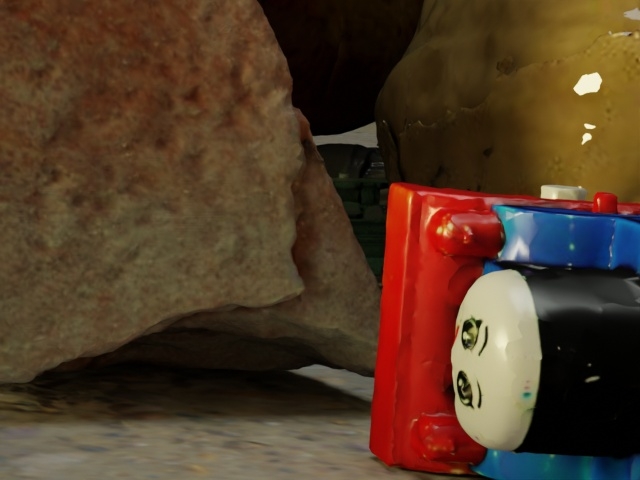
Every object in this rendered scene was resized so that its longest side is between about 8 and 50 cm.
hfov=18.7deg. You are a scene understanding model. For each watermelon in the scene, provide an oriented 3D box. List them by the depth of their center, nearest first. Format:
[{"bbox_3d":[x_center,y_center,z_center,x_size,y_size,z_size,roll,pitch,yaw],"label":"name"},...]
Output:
[{"bbox_3d":[-0.088,-0.039,0.656,0.193,0.231,0.310,-1,-38,-24],"label":"watermelon"}]

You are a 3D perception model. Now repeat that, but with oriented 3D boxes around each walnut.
[{"bbox_3d":[0.126,-0.040,0.735,0.198,0.198,0.245,2,-4,-21],"label":"walnut"}]

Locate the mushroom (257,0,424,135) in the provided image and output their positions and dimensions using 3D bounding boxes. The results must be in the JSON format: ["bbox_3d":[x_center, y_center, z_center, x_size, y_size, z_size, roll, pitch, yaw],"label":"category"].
[{"bbox_3d":[-0.063,-0.117,0.878,0.267,0.254,0.267,-3,21,1],"label":"mushroom"}]

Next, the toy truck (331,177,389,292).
[{"bbox_3d":[0.000,0.000,0.879,0.175,0.067,0.081,1,0,-3],"label":"toy truck"}]

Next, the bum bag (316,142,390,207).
[{"bbox_3d":[0.004,-0.015,0.974,0.248,0.069,0.102,0,22,-4],"label":"bum bag"}]

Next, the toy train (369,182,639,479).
[{"bbox_3d":[0.125,0.031,0.535,0.204,0.082,0.131,2,8,-14],"label":"toy train"}]
